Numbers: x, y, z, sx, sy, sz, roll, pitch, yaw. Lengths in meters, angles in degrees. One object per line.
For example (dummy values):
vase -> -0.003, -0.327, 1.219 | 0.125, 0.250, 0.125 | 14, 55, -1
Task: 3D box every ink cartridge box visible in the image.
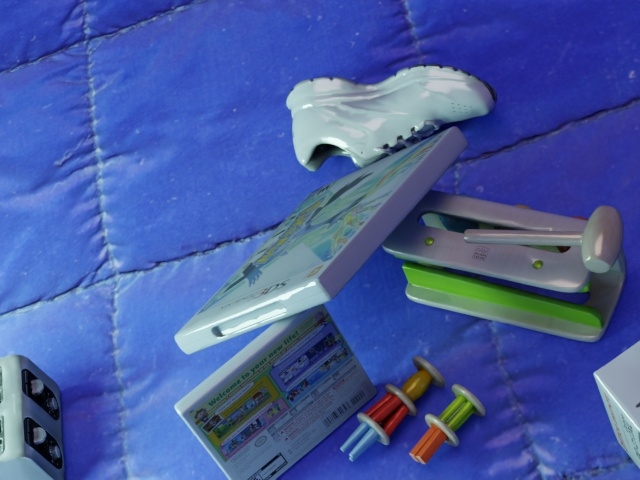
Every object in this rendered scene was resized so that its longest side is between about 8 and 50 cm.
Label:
ink cartridge box -> 0.409, 0.235, 1.809 | 0.100, 0.172, 0.237 | -32, 50, -3

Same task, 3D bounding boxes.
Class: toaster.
toaster -> -0.430, 0.254, 2.167 | 0.185, 0.110, 0.168 | -17, 50, 9

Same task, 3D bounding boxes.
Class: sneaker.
sneaker -> 0.098, -0.160, 2.287 | 0.297, 0.111, 0.129 | -8, 69, 21

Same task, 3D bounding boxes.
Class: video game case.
video game case -> 0.000, 0.000, 2.072 | 0.300, 0.036, 0.329 | -23, 18, 48
video game case -> -0.049, 0.190, 2.010 | 0.212, 0.193, 0.023 | -39, 43, -9

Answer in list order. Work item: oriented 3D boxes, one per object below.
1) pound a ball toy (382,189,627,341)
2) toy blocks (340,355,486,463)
pound a ball toy -> 0.238, -0.003, 2.030 | 0.319, 0.208, 0.136 | 12, 61, 29
toy blocks -> 0.107, 0.224, 2.014 | 0.148, 0.054, 0.123 | -45, 52, -14
